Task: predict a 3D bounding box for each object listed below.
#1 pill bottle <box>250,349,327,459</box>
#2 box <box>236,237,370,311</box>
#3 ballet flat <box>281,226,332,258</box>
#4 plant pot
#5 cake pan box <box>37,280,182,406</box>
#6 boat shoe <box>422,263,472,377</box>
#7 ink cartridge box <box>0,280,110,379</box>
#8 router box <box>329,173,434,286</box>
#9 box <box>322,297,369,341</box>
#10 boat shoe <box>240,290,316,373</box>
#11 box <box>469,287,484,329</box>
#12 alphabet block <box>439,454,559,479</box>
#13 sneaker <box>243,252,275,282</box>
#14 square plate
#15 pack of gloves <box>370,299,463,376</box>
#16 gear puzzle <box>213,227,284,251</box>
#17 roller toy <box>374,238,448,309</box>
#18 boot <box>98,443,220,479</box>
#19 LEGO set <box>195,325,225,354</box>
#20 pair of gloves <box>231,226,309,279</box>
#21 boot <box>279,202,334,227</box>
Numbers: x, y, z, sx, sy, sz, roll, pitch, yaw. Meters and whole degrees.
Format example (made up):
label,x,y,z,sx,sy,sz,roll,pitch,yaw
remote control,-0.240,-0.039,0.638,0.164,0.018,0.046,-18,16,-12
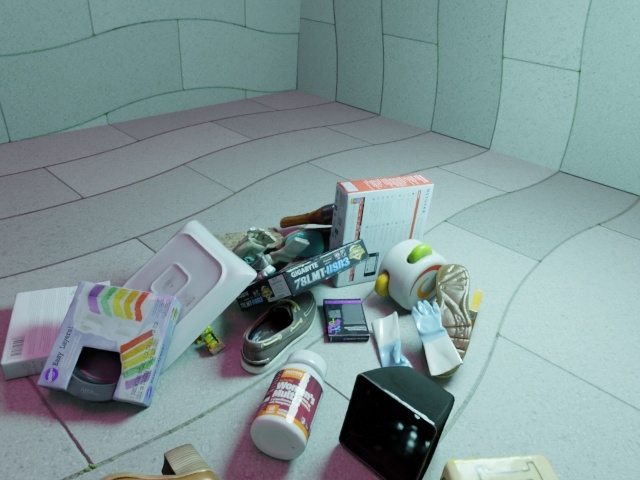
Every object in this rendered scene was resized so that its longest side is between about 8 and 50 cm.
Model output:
label,x,y,z,sx,sy,sz,roll,pitch,yaw
pill bottle,-0.061,0.352,1.043,0.121,0.121,0.221,11,32,11
box,-0.056,0.099,1.352,0.295,0.074,0.293,-23,1,-38
ballet flat,0.000,0.000,1.677,0.315,0.108,0.106,-4,12,-24
plant pot,0.177,0.376,0.999,0.187,0.188,0.166,28,25,34
cake pan box,-0.486,0.242,1.107,0.245,0.070,0.267,10,63,4
boat shoe,0.353,0.231,1.306,0.123,0.123,0.342,3,51,17
ink cartridge box,-0.673,0.220,1.237,0.238,0.060,0.275,-7,34,-21
router box,0.184,-0.029,1.504,0.300,0.336,0.082,-8,33,-22
box,0.071,0.226,1.359,0.115,0.029,0.162,0,30,-6
boat shoe,-0.102,0.219,1.280,0.116,0.097,0.324,20,35,22
box,0.456,0.201,1.402,0.028,0.081,0.136,15,32,18
alphabet block,0.308,0.502,0.785,0.193,0.193,0.197,2,32,-8
sneaker,-0.205,0.085,1.344,0.166,0.076,0.065,-25,0,26
square plate,-0.391,0.123,1.276,0.347,0.049,0.344,-46,50,-11
pack of gloves,0.231,0.252,1.218,0.195,0.046,0.232,-28,37,14
gear puzzle,-0.287,0.023,1.631,0.338,0.044,0.175,-8,26,-22
roller toy,0.277,0.102,1.440,0.191,0.209,0.146,25,12,-44
boot,-0.289,0.502,0.805,0.283,0.109,0.220,-12,38,-38
LEGO set,-0.319,0.179,1.307,0.132,0.107,0.287,2,31,-5
pair of gloves,-0.171,0.044,1.415,0.240,0.204,0.042,9,45,-47
boot,0.036,-0.078,1.687,0.264,0.096,0.280,-16,3,-42
